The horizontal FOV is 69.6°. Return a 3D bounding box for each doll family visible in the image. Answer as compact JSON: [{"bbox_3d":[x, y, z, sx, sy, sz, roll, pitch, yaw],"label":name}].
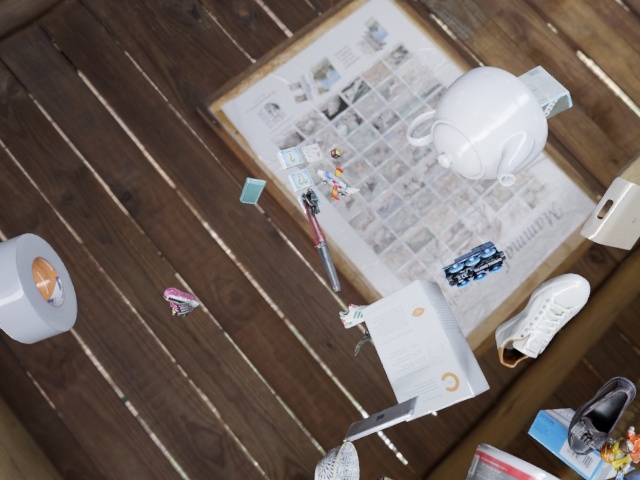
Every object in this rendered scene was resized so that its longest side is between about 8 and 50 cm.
[{"bbox_3d":[0.875,0.666,1.310,0.163,0.262,0.118,1,164,-23],"label":"doll family"}]

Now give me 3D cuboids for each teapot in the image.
[{"bbox_3d":[0.320,-0.221,0.967,0.187,0.252,0.256,-38,174,-4],"label":"teapot"}]

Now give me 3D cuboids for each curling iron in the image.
[{"bbox_3d":[0.000,0.000,1.174,0.035,0.273,0.068,-16,-176,-10],"label":"curling iron"}]

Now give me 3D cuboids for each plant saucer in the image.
[{"bbox_3d":[-0.241,-0.170,1.623,0.067,0.018,0.192,8,162,-15],"label":"plant saucer"}]

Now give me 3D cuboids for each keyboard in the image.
[{"bbox_3d":[0.157,0.478,1.222,0.256,0.014,0.072,-38,180,35],"label":"keyboard"}]

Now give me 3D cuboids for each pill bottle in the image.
[{"bbox_3d":[0.309,0.527,0.803,0.283,0.161,0.161,-63,-179,-16],"label":"pill bottle"}]

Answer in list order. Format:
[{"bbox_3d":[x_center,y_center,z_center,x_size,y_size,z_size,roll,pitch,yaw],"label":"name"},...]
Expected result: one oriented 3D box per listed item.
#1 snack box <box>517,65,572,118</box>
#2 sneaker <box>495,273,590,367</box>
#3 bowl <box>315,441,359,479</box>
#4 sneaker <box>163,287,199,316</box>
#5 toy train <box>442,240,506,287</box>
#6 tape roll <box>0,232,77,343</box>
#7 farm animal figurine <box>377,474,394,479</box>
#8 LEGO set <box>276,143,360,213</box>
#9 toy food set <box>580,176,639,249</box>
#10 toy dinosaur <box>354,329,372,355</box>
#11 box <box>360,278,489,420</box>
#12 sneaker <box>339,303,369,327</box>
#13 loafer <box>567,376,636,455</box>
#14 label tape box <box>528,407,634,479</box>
[{"bbox_3d":[0.562,-0.392,1.411,0.322,0.060,0.187,-27,-140,17],"label":"snack box"},{"bbox_3d":[0.522,0.204,1.079,0.123,0.106,0.290,-63,178,-50],"label":"sneaker"},{"bbox_3d":[0.036,0.622,1.217,0.080,0.170,0.170,-7,-171,24],"label":"bowl"},{"bbox_3d":[-0.439,0.198,1.421,0.074,0.063,0.170,-53,162,-7],"label":"sneaker"},{"bbox_3d":[0.443,0.073,1.335,0.184,0.080,0.105,-27,-169,9],"label":"toy train"},{"bbox_3d":[-0.597,0.099,0.954,0.072,0.219,0.219,-20,171,-8],"label":"tape roll"},{"bbox_3d":[0.216,0.941,1.555,0.330,0.172,0.326,-51,143,-36],"label":"farm animal figurine"},{"bbox_3d":[0.007,-0.193,1.295,0.060,0.182,0.244,-24,-178,41],"label":"LEGO set"},{"bbox_3d":[1.056,-0.092,1.610,0.306,0.092,0.219,7,117,-35],"label":"toy food set"},{"bbox_3d":[0.224,0.355,1.787,0.268,0.064,0.118,-25,-168,-13],"label":"toy dinosaur"},{"bbox_3d":[0.304,0.318,1.361,0.215,0.345,0.168,-33,155,26],"label":"box"},{"bbox_3d":[0.146,0.269,1.743,0.161,0.075,0.057,-30,-177,19],"label":"sneaker"},{"bbox_3d":[0.888,0.569,1.472,0.095,0.109,0.302,-1,121,-57],"label":"loafer"},{"bbox_3d":[0.978,0.735,1.689,0.348,0.249,0.115,10,105,-35],"label":"label tape box"}]
